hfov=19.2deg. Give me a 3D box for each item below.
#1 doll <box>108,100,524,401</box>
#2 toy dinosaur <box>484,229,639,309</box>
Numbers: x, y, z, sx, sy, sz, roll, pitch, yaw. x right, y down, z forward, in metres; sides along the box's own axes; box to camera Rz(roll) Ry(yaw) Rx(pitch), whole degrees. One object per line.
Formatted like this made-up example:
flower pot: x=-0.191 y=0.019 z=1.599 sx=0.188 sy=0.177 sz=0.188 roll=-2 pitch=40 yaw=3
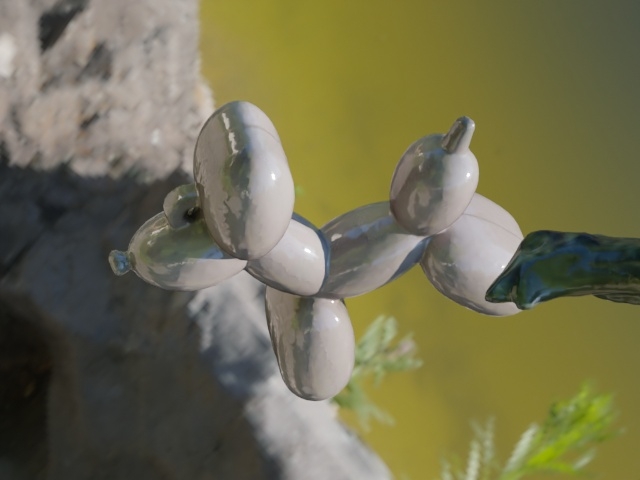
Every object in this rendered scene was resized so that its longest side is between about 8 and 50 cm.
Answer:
doll: x=0.000 y=0.000 z=0.796 sx=0.160 sy=0.161 sz=0.059 roll=56 pitch=13 yaw=-47
toy dinosaur: x=0.214 y=-0.004 z=0.390 sx=0.147 sy=0.363 sz=0.076 roll=-91 pitch=162 yaw=-57
